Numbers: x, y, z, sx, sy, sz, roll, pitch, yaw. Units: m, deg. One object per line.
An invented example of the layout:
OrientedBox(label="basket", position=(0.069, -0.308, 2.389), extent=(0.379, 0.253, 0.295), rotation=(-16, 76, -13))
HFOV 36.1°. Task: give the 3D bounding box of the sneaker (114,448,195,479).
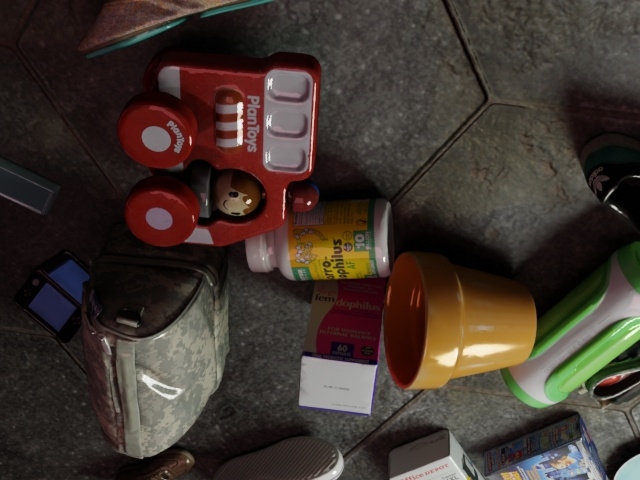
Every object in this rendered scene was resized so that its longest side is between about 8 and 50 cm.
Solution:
OrientedBox(label="sneaker", position=(-0.323, 0.463, 1.901), extent=(0.188, 0.071, 0.066), rotation=(-25, 121, 26))

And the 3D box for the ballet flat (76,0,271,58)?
OrientedBox(label="ballet flat", position=(-0.177, -0.322, 1.242), extent=(0.316, 0.107, 0.106), rotation=(-15, 105, 13))

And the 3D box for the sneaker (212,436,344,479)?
OrientedBox(label="sneaker", position=(-0.047, 0.457, 1.847), extent=(0.282, 0.102, 0.161), rotation=(-17, 128, 34))

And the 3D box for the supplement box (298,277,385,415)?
OrientedBox(label="supplement box", position=(0.035, 0.143, 1.494), extent=(0.111, 0.220, 0.114), rotation=(6, 128, 2))

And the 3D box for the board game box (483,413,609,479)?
OrientedBox(label="board game box", position=(0.402, 0.412, 1.761), extent=(0.194, 0.060, 0.194), rotation=(-17, 124, 22))

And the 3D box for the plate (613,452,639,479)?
OrientedBox(label="plate", position=(0.616, 0.421, 1.754), extent=(0.188, 0.024, 0.188), rotation=(2, 127, 2))

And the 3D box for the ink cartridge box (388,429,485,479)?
OrientedBox(label="ink cartridge box", position=(0.219, 0.445, 1.790), extent=(0.127, 0.072, 0.175), rotation=(-26, 115, 20))

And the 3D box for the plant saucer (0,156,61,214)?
OrientedBox(label="plant saucer", position=(-0.499, -0.100, 1.507), extent=(0.192, 0.018, 0.067), rotation=(26, 128, -14))

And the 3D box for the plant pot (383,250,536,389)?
OrientedBox(label="plant pot", position=(0.213, 0.122, 1.480), extent=(0.188, 0.205, 0.205), rotation=(3, 131, -13))

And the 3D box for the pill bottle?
OrientedBox(label="pill bottle", position=(0.000, 0.000, 1.450), extent=(0.208, 0.117, 0.117), rotation=(-2, 128, 10))

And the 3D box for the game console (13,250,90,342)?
OrientedBox(label="game console", position=(-0.421, 0.095, 1.621), extent=(0.071, 0.107, 0.122), rotation=(-8, 133, 51))

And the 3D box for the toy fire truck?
OrientedBox(label="toy fire truck", position=(-0.127, -0.117, 1.334), extent=(0.254, 0.169, 0.302), rotation=(6, 126, 4))

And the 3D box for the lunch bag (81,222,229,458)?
OrientedBox(label="lunch bag", position=(-0.264, 0.155, 1.524), extent=(0.212, 0.256, 0.305), rotation=(7, 129, 2))

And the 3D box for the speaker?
OrientedBox(label="speaker", position=(0.406, 0.133, 1.492), extent=(0.131, 0.131, 0.296), rotation=(30, 127, -15))

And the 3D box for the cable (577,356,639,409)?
OrientedBox(label="cable", position=(0.521, 0.180, 1.550), extent=(0.287, 0.072, 0.139), rotation=(-41, 138, 25))

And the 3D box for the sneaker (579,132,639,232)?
OrientedBox(label="sneaker", position=(0.495, -0.040, 1.341), extent=(0.302, 0.121, 0.108), rotation=(19, 129, -7))
